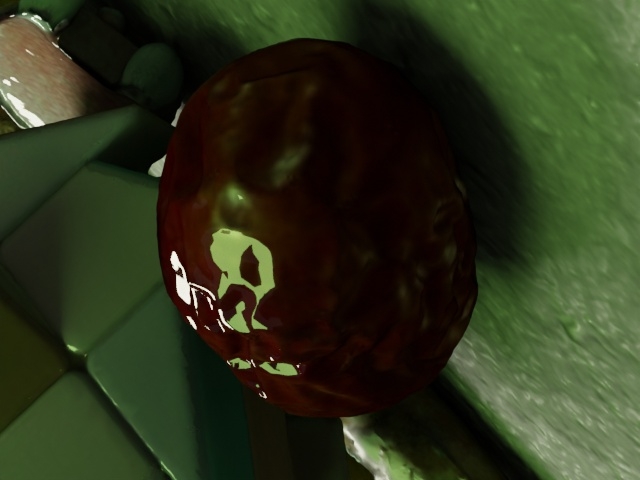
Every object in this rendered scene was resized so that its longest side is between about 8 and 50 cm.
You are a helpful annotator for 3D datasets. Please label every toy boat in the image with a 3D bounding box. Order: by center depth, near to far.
[{"bbox_3d":[-0.170,-0.135,1.278,0.155,0.085,0.227,35,159,-10],"label":"toy boat"}]

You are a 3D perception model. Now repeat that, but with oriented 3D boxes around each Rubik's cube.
[{"bbox_3d":[-0.165,0.097,1.174,0.387,0.368,0.358,49,-173,15],"label":"Rubik's cube"}]

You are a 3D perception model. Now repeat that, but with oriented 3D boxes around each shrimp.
[{"bbox_3d":[0.075,0.180,1.351,0.445,0.085,0.272,46,171,18],"label":"shrimp"}]

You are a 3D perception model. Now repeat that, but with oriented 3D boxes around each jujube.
[{"bbox_3d":[0.000,0.000,0.927,0.174,0.174,0.250,44,171,18],"label":"jujube"}]

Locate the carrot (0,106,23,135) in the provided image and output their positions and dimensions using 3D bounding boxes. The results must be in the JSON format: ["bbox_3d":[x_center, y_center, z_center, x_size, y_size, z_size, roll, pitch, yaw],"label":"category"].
[{"bbox_3d":[-0.226,-0.064,1.598,0.263,0.102,0.102,32,159,31],"label":"carrot"}]

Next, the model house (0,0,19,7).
[{"bbox_3d":[-0.281,-0.246,1.033,0.239,0.268,0.173,81,165,-61],"label":"model house"}]

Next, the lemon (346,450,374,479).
[{"bbox_3d":[-0.045,0.216,1.543,0.260,0.204,0.204,51,166,-29],"label":"lemon"}]
